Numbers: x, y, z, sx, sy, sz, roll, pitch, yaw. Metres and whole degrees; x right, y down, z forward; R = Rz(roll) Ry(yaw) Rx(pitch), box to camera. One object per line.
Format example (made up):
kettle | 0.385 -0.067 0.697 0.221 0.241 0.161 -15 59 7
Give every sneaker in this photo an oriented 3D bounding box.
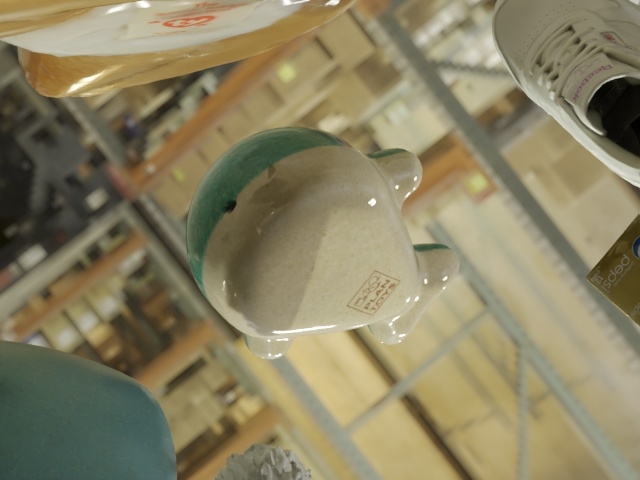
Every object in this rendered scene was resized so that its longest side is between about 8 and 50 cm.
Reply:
sneaker | 0.225 -0.129 1.512 0.114 0.305 0.152 -52 139 9

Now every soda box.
soda box | 0.256 0.043 1.353 0.058 0.061 0.181 -52 146 9

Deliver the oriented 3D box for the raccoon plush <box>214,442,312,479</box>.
raccoon plush | -0.027 0.353 1.404 0.216 0.447 0.299 -4 167 -23

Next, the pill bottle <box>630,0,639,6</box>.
pill bottle | 0.336 -0.339 1.767 0.176 0.176 0.318 -39 161 -39

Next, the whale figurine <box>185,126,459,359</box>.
whale figurine | 0.000 0.000 1.637 0.272 0.141 0.216 23 108 -49

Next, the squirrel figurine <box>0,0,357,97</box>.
squirrel figurine | -0.054 -0.280 0.820 0.397 0.371 0.281 -11 176 23

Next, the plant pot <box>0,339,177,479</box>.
plant pot | -0.266 0.182 1.318 0.290 0.195 0.290 -29 -135 33
